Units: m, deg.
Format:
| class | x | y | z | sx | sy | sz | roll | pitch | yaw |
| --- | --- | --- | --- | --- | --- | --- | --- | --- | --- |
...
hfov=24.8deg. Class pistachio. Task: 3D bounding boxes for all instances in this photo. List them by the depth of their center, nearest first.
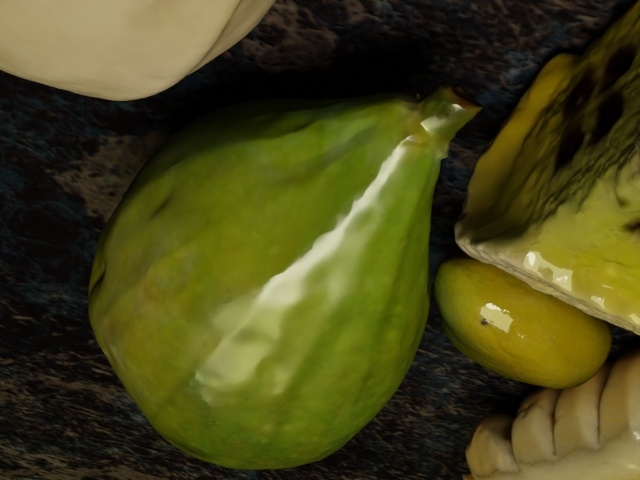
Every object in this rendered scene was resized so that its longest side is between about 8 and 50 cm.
| class | x | y | z | sx | sy | sz | roll | pitch | yaw |
| --- | --- | --- | --- | --- | --- | --- | --- | --- | --- |
| pistachio | -0.106 | -0.178 | 0.682 | 0.332 | 0.208 | 0.226 | -24 | 89 | 62 |

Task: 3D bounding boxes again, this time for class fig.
| class | x | y | z | sx | sy | sz | roll | pitch | yaw |
| --- | --- | --- | --- | --- | --- | --- | --- | --- | --- |
| fig | -0.020 | -0.005 | 0.931 | 0.233 | 0.233 | 0.314 | 20 | 114 | -10 |

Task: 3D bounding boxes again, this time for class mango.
| class | x | y | z | sx | sy | sz | roll | pitch | yaw |
| --- | --- | --- | --- | --- | --- | --- | --- | --- | --- |
| mango | 0.136 | 0.056 | 0.987 | 0.122 | 0.085 | 0.191 | 35 | -175 | 11 |

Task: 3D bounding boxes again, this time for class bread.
| class | x | y | z | sx | sy | sz | roll | pitch | yaw |
| --- | --- | --- | --- | --- | --- | --- | --- | --- | --- |
| bread | 0.246 | 0.164 | 1.116 | 0.311 | 0.121 | 0.173 | -24 | 118 | 43 |

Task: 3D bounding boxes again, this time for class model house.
| class | x | y | z | sx | sy | sz | roll | pitch | yaw |
| --- | --- | --- | --- | --- | --- | --- | --- | --- | --- |
| model house | 0.206 | -0.029 | 0.832 | 0.193 | 0.175 | 0.234 | 24 | 156 | -16 |
